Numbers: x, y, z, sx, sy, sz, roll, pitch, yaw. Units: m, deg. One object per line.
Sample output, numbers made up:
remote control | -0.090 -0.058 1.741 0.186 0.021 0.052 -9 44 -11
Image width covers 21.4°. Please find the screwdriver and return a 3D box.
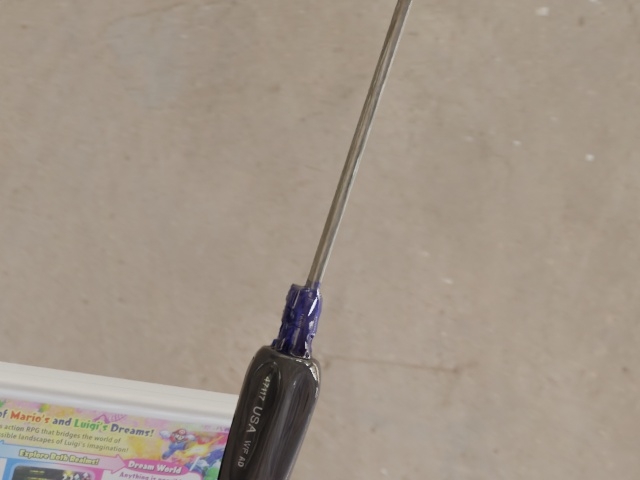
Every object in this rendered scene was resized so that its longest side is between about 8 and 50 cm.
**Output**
screwdriver | 0.000 0.000 0.494 0.024 0.025 0.169 17 87 -35

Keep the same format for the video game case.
video game case | -0.100 0.114 0.662 0.157 0.019 0.143 10 118 -17
